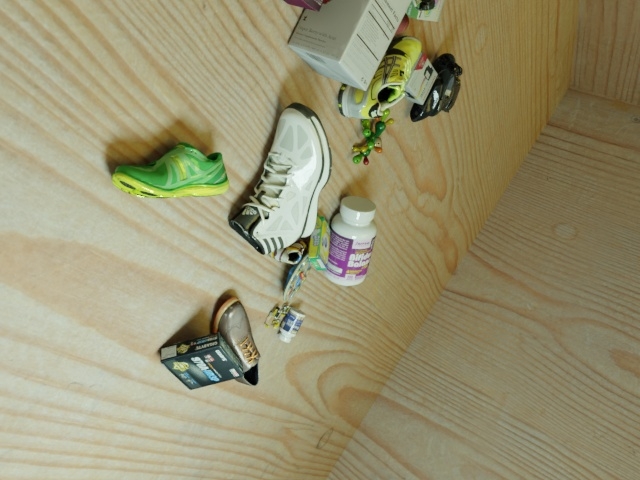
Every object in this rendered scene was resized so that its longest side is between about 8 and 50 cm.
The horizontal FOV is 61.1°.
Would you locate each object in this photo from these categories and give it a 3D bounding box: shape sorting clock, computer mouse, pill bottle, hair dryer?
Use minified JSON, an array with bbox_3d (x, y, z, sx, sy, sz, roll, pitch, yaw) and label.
[{"bbox_3d":[-0.068,0.120,1.860,0.206,0.040,0.206,-53,167,-18],"label":"shape sorting clock"},{"bbox_3d":[0.430,-0.530,1.968,0.060,0.184,0.262,19,112,-23],"label":"computer mouse"},{"bbox_3d":[-0.108,0.310,1.987,0.067,0.067,0.120,17,100,-61],"label":"pill bottle"},{"bbox_3d":[0.111,0.000,1.959,0.169,0.169,0.302,-27,137,-45],"label":"pill bottle"},{"bbox_3d":[0.204,-0.721,1.585,0.293,0.080,0.224,-44,120,-25],"label":"hair dryer"}]

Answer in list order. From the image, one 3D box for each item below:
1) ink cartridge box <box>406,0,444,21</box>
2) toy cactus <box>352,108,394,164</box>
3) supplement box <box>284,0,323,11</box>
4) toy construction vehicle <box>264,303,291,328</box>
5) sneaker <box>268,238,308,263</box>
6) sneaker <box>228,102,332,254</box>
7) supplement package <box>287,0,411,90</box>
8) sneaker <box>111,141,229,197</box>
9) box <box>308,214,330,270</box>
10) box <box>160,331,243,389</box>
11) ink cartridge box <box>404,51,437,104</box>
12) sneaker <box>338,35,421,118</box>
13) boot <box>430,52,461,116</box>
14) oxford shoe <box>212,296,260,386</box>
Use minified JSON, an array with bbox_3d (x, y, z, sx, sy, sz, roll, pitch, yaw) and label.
[{"bbox_3d":[0.321,-0.765,1.728,0.209,0.062,0.109,-21,132,-49],"label":"ink cartridge box"},{"bbox_3d":[0.189,-0.349,1.864,0.219,0.112,0.180,-69,161,-2],"label":"toy cactus"},{"bbox_3d":[-0.025,-0.640,1.244,0.080,0.104,0.188,6,110,-59],"label":"supplement box"},{"bbox_3d":[-0.153,0.266,1.920,0.098,0.035,0.086,-59,162,2],"label":"toy construction vehicle"},{"bbox_3d":[-0.084,0.043,1.773,0.185,0.083,0.070,-13,126,-53],"label":"sneaker"},{"bbox_3d":[-0.115,-0.134,1.479,0.257,0.169,0.448,-37,146,-40],"label":"sneaker"},{"bbox_3d":[0.083,-0.575,1.397,0.175,0.177,0.293,20,97,-61],"label":"supplement package"},{"bbox_3d":[-0.333,-0.157,1.209,0.295,0.109,0.124,-10,101,-53],"label":"sneaker"},{"bbox_3d":[0.000,0.000,1.840,0.105,0.043,0.179,60,30,-58],"label":"box"},{"bbox_3d":[-0.339,0.354,1.576,0.175,0.051,0.220,-15,143,2],"label":"box"},{"bbox_3d":[0.333,-0.573,1.904,0.175,0.072,0.128,18,98,-60],"label":"ink cartridge box"},{"bbox_3d":[0.221,-0.502,1.715,0.385,0.147,0.145,-50,148,-22],"label":"sneaker"},{"bbox_3d":[0.496,-0.615,2.135,0.229,0.091,0.263,-34,145,-48],"label":"boot"},{"bbox_3d":[-0.245,0.323,1.713,0.130,0.132,0.364,-40,145,-33],"label":"oxford shoe"}]
